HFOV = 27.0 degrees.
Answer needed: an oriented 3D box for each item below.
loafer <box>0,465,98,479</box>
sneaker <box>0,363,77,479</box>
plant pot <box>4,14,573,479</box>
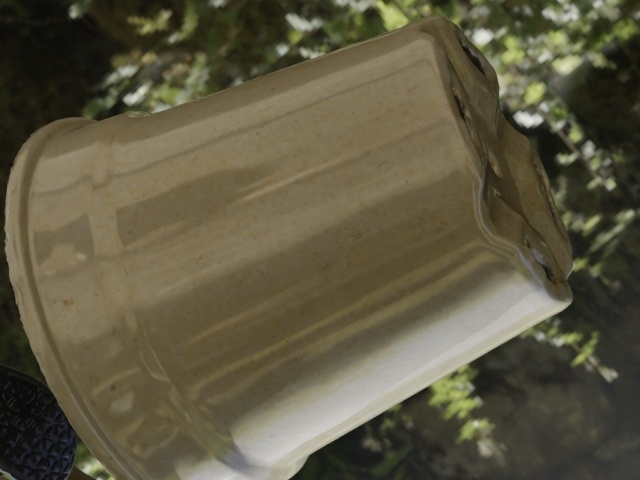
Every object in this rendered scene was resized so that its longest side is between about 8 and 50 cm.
[{"bbox_3d":[-0.354,0.334,1.739,0.366,0.134,0.130,-4,-126,26],"label":"loafer"},{"bbox_3d":[-0.317,0.138,1.170,0.097,0.235,0.084,-14,-139,50],"label":"sneaker"},{"bbox_3d":[0.000,0.000,0.961,0.305,0.333,0.334,-25,-154,20],"label":"plant pot"}]
